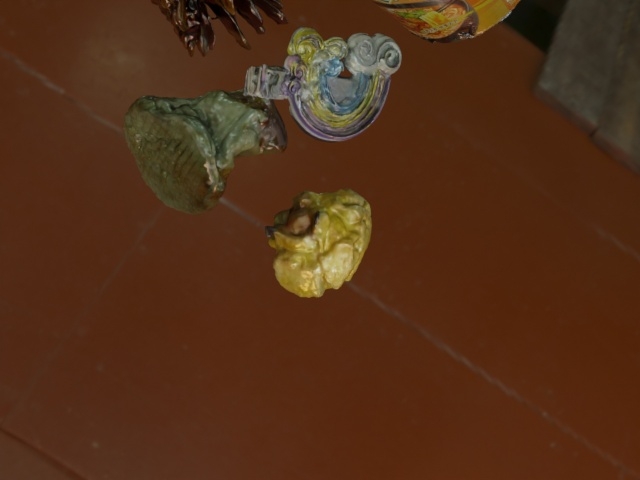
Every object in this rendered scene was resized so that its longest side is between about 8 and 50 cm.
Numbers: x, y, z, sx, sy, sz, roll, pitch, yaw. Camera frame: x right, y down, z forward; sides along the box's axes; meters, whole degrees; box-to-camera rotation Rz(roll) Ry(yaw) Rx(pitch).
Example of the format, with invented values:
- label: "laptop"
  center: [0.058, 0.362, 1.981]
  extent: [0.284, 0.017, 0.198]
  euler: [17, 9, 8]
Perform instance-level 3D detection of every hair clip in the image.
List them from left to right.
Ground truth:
- label: "hair clip"
  center: [0.008, -0.160, 1.253]
  extent: [0.172, 0.116, 0.049]
  euler: [1, 17, -28]

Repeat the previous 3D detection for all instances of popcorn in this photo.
- label: "popcorn"
  center: [0.000, 0.000, 1.703]
  extent: [0.152, 0.167, 0.148]
  euler: [30, -2, -40]

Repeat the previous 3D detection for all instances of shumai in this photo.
- label: "shumai"
  center: [-0.192, -0.173, 2.048]
  extent: [0.271, 0.222, 0.203]
  euler: [16, 44, 41]

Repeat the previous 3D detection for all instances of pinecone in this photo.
- label: "pinecone"
  center: [-0.118, -0.374, 1.547]
  extent: [0.264, 0.264, 0.264]
  euler: [21, 40, -19]

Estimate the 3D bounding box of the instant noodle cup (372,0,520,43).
- label: "instant noodle cup"
  center: [0.114, -0.329, 1.270]
  extent: [0.182, 0.230, 0.230]
  euler: [37, 28, -46]
